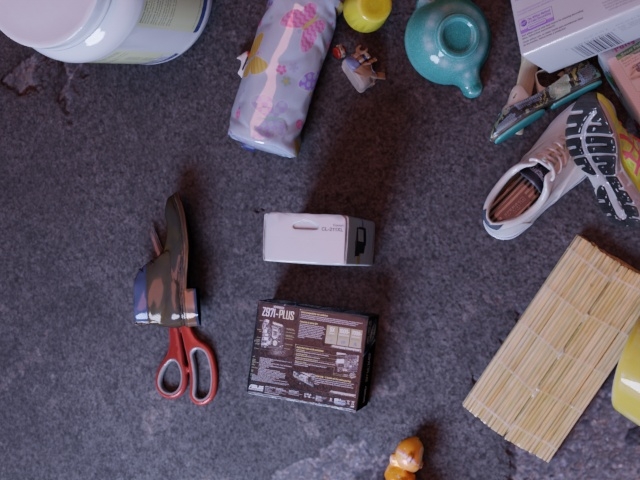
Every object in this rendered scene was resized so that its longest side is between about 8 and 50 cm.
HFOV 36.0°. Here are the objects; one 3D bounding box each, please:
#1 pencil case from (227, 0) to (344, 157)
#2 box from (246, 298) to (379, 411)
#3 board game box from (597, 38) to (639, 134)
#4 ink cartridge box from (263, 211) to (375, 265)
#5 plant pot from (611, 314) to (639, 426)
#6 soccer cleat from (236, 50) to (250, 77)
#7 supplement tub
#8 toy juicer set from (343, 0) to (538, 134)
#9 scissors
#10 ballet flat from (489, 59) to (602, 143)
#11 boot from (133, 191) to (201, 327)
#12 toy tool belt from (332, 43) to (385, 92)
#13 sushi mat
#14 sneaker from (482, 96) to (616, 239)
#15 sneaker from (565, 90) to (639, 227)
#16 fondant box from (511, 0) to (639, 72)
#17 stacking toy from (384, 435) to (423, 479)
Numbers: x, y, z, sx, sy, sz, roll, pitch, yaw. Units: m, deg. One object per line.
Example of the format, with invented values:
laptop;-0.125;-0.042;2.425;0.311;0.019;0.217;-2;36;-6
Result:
pencil case;-0.051;-0.265;1.526;0.124;0.113;0.273;15;94;-27
box;-0.012;0.174;1.524;0.180;0.077;0.147;7;91;16
board game box;0.558;-0.185;1.362;0.224;0.097;0.303;-30;82;13
ink cartridge box;0.000;0.000;1.474;0.127;0.175;0.072;3;89;16
plant pot;0.527;0.194;1.297;0.239;0.254;0.254;21;94;30
soccer cleat;-0.115;-0.264;1.592;0.035;0.029;0.083;-14;82;24
supplement tub;-0.329;-0.385;1.484;0.235;0.325;0.235;3;100;19
toy juicer set;0.214;-0.331;1.474;0.329;0.089;0.209;33;89;-11
scissors;-0.225;0.122;1.619;0.109;0.021;0.297;-4;86;16
ballet flat;0.317;-0.210;1.439;0.188;0.070;0.070;-29;81;-5
boot;-0.256;0.034;1.581;0.106;0.082;0.219;-7;82;-2
toy tool belt;0.061;-0.276;1.535;0.051;0.052;0.083;-31;83;-19
sushi mat;0.355;0.159;1.450;0.151;0.019;0.316;34;98;13
sneaker;0.334;-0.104;1.425;0.094;0.091;0.258;40;97;13
sneaker;0.413;-0.125;1.382;0.094;0.081;0.208;-42;119;-26
fondant box;0.371;-0.429;1.351;0.238;0.096;0.330;-18;72;35
stacking toy;0.084;0.433;1.471;0.165;0.175;0.302;25;82;9
